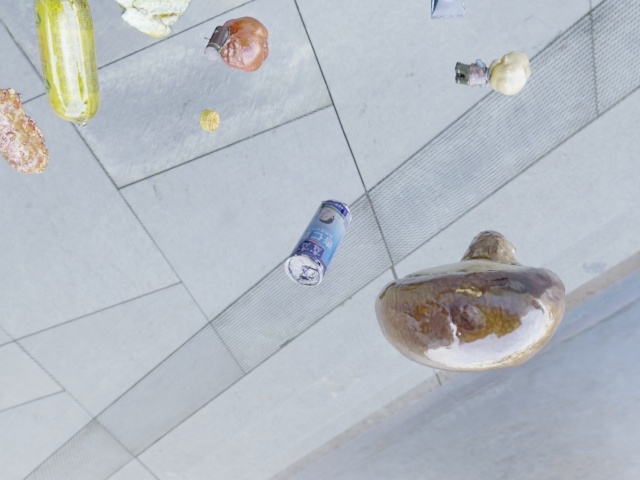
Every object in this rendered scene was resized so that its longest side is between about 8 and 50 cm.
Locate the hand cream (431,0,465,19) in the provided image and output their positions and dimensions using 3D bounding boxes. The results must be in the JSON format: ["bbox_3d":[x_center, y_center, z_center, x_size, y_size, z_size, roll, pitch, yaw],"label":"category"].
[{"bbox_3d":[0.396,-0.844,1.491,0.120,0.061,0.271,-10,108,-14],"label":"hand cream"}]

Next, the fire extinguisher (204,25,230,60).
[{"bbox_3d":[-0.305,-0.598,1.415,0.064,0.158,0.043,-8,140,20],"label":"fire extinguisher"}]

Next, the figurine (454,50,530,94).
[{"bbox_3d":[0.473,-0.459,1.311,0.195,0.108,0.114,14,126,35],"label":"figurine"}]

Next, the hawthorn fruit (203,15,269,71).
[{"bbox_3d":[-0.324,-0.751,1.813,0.243,0.207,0.208,6,122,0],"label":"hawthorn fruit"}]

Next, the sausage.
[{"bbox_3d":[-0.604,-0.444,1.139,0.123,0.123,0.347,3,116,-5],"label":"sausage"}]

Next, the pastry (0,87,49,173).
[{"bbox_3d":[-0.572,-0.198,0.874,0.063,0.087,0.170,6,131,16],"label":"pastry"}]

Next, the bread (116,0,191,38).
[{"bbox_3d":[-0.571,-0.929,1.610,0.395,0.239,0.264,-35,158,29],"label":"bread"}]

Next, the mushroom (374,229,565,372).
[{"bbox_3d":[0.260,0.095,0.838,0.345,0.260,0.345,-1,167,0],"label":"mushroom"}]

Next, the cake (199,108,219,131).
[{"bbox_3d":[-0.419,-0.452,1.789,0.044,0.084,0.084,17,125,23],"label":"cake"}]

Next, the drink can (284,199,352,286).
[{"bbox_3d":[0.000,0.000,1.157,0.097,0.235,0.097,13,133,15],"label":"drink can"}]
